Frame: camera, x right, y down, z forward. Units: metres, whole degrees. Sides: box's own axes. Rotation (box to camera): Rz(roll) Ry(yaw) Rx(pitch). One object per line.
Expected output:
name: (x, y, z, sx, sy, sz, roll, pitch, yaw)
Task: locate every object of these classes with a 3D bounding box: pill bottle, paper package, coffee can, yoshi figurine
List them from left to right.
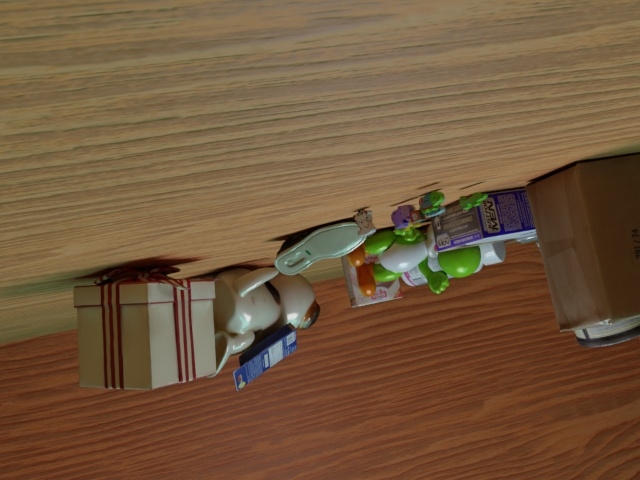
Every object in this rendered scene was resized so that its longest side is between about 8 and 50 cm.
yoshi figurine: (0.260, 0.041, 1.677, 0.362, 0.203, 0.203, -16, 166, 10)
pill bottle: (0.368, 0.026, 1.844, 0.283, 0.160, 0.160, -16, 172, 30)
coffee can: (0.673, 0.092, 1.569, 0.201, 0.275, 0.201, -23, 180, 0)
paper package: (0.626, -0.002, 1.348, 0.309, 0.325, 0.168, -9, 172, -20)

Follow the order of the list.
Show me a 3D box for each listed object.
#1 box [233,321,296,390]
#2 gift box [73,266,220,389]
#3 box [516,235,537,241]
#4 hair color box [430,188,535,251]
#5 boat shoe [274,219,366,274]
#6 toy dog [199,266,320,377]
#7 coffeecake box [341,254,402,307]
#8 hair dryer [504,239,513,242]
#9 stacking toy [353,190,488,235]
box: (-0.169, 0.345, 1.920, 0.225, 0.036, 0.136, -33, 151, -24)
gift box: (-0.369, 0.187, 1.458, 0.276, 0.258, 0.255, -6, 176, 23)
box: (0.598, -0.056, 1.801, 0.114, 0.103, 0.203, -15, 173, 20)
hair color box: (0.455, -0.057, 1.539, 0.339, 0.110, 0.185, -7, 173, -23)
boat shoe: (0.000, 0.000, 1.438, 0.233, 0.084, 0.079, -23, -153, 28)
toy dog: (-0.196, 0.191, 2.008, 0.408, 0.284, 0.395, -1, 131, -51)
coffeecake box: (0.146, 0.093, 1.901, 0.142, 0.185, 0.068, -11, 173, -13)
hair dryer: (0.636, -0.044, 2.082, 0.223, 0.080, 0.293, -15, 173, 19)
stacking toy: (0.195, -0.064, 1.286, 0.167, 0.052, 0.221, -7, 170, -46)
